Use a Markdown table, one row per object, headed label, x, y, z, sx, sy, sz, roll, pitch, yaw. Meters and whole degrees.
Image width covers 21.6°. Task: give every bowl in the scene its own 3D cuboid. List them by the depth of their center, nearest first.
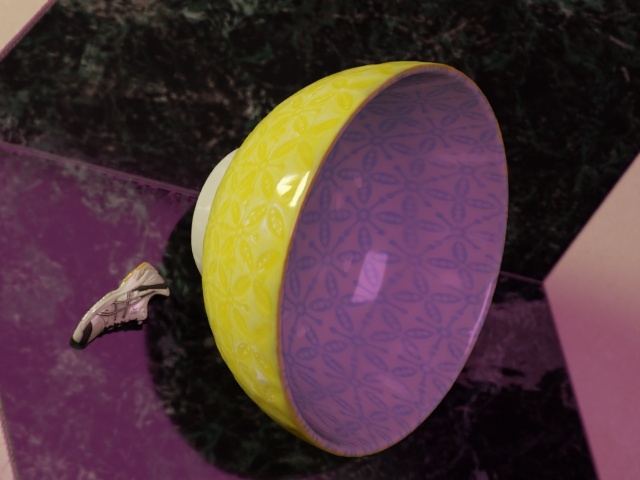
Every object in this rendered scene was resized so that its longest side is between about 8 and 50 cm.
| label | x | y | z | sx | sy | sz | roll | pitch | yaw |
| --- | --- | --- | --- | --- | --- | --- | --- | --- | --- |
| bowl | 0.000 | 0.000 | 1.242 | 0.156 | 0.289 | 0.289 | 15 | 68 | 35 |

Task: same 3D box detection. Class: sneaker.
| label | x | y | z | sx | sy | sz | roll | pitch | yaw |
| --- | --- | --- | --- | --- | --- | --- | --- | --- | --- |
| sneaker | -0.149 | 0.054 | 1.274 | 0.083 | 0.032 | 0.037 | -43 | 90 | -18 |
